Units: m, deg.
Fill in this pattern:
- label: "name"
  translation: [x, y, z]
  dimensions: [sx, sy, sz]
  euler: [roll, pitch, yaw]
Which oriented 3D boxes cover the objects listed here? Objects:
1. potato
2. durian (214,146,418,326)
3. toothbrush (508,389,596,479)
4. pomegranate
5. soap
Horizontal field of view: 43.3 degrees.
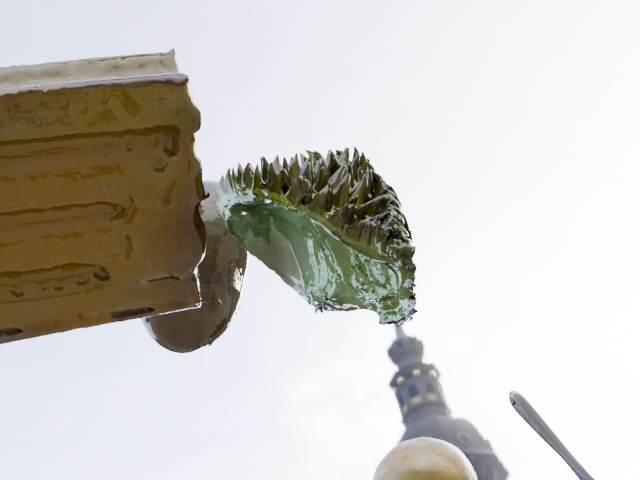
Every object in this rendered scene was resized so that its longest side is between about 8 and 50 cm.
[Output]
- label: "potato"
  translation: [-0.176, 0.032, 1.158]
  dimensions: [0.165, 0.262, 0.165]
  euler: [10, -26, 5]
- label: "durian"
  translation: [-0.010, 0.001, 0.871]
  dimensions: [0.163, 0.394, 0.198]
  euler: [-7, -83, -26]
- label: "toothbrush"
  translation: [0.173, 0.162, 0.518]
  dimensions: [0.017, 0.162, 0.014]
  euler: [-38, -5, -26]
- label: "pomegranate"
  translation: [0.183, 0.424, 1.334]
  dimensions: [0.196, 0.196, 0.196]
  euler: [-7, -47, -7]
- label: "soap"
  translation: [-0.255, -0.035, 0.757]
  dimensions: [0.281, 0.143, 0.259]
  euler: [-9, -58, -20]
